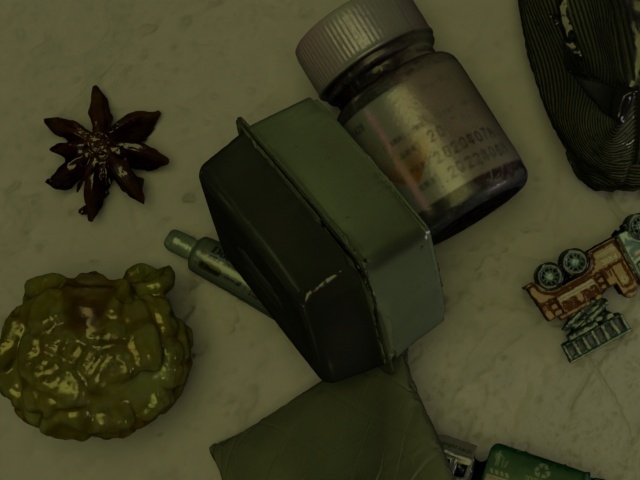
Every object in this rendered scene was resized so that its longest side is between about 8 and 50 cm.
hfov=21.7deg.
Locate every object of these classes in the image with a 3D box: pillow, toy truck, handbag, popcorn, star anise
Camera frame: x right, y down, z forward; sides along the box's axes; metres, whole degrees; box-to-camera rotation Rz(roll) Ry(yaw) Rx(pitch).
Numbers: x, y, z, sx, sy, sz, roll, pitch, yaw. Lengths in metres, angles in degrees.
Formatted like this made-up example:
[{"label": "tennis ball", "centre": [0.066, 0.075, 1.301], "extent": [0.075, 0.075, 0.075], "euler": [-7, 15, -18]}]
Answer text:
[{"label": "pillow", "centre": [0.019, 0.275, 1.856], "extent": [0.274, 0.076, 0.281], "euler": [-33, 45, 14]}, {"label": "toy truck", "centre": [0.214, 0.301, 1.882], "extent": [0.253, 0.114, 0.124], "euler": [20, 73, 9]}, {"label": "toy truck", "centre": [0.330, 0.048, 1.907], "extent": [0.177, 0.080, 0.115], "euler": [-31, 86, 4]}, {"label": "handbag", "centre": [0.362, -0.233, 1.854], "extent": [0.247, 0.240, 0.341], "euler": [-14, 81, 1]}, {"label": "popcorn", "centre": [-0.263, 0.122, 1.922], "extent": [0.235, 0.181, 0.217], "euler": [8, 83, 3]}, {"label": "star anise", "centre": [-0.260, -0.108, 2.007], "extent": [0.168, 0.057, 0.168], "euler": [-1, 85, 7]}]

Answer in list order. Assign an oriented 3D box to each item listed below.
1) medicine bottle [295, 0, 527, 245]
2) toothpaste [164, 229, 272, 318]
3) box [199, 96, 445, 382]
[{"label": "medicine bottle", "centre": [0.102, -0.140, 1.911], "extent": [0.165, 0.165, 0.273], "euler": [-33, 81, 3]}, {"label": "toothpaste", "centre": [-0.070, 0.055, 1.977], "extent": [0.255, 0.037, 0.067], "euler": [27, 82, 6]}, {"label": "box", "centre": [0.000, 0.000, 1.848], "extent": [0.166, 0.220, 0.290], "euler": [-30, 53, -12]}]
